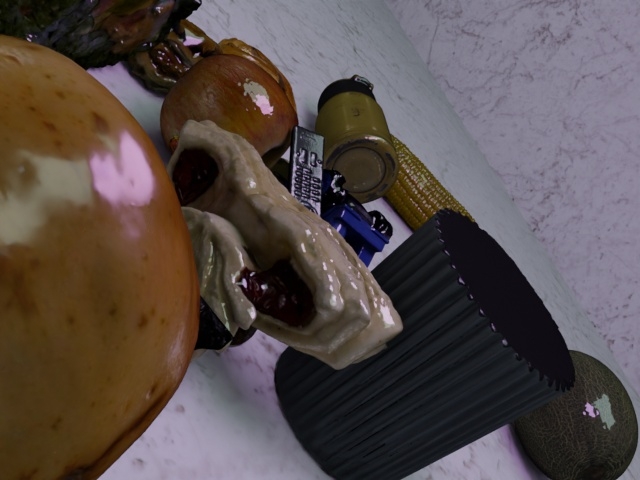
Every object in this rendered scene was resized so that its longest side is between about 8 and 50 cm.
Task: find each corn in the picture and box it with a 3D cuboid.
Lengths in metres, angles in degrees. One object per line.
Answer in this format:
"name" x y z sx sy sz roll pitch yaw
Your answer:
"corn" 0.240 -0.104 2.101 0.344 0.131 0.131 48 23 -7

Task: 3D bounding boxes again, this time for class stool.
"stool" 0.135 0.166 1.231 0.297 0.330 0.297 41 24 -24

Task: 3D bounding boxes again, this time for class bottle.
"bottle" 0.071 -0.241 1.945 0.171 0.171 0.351 39 24 -26

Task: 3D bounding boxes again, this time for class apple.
"apple" -0.147 -0.190 1.397 0.188 0.211 0.211 45 22 9

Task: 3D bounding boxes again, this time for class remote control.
"remote control" -0.026 -0.060 1.327 0.063 0.025 0.245 17 64 -28

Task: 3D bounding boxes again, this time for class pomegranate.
"pomegranate" -0.292 0.015 0.639 0.410 0.410 0.410 41 25 -23

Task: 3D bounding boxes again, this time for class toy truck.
"toy truck" 0.000 0.000 1.423 0.161 0.213 0.177 39 64 -28

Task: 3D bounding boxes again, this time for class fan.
"fan" -0.002 -0.064 1.605 0.229 0.011 0.335 28 -14 35

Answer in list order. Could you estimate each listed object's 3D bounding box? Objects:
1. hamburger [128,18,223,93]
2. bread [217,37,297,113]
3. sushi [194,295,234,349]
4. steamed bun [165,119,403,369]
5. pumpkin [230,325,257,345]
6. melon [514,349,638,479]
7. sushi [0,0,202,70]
"hamburger" -0.257 -0.349 1.547 0.183 0.130 0.206 29 29 -47
"bread" -0.134 -0.281 1.680 0.198 0.120 0.236 34 28 -32
"sushi" -0.215 0.078 0.942 0.153 0.150 0.172 45 -11 21
"steamed bun" -0.123 0.024 1.123 0.428 0.247 0.189 49 11 27
"pumpkin" -0.092 0.003 1.274 0.111 0.163 0.279 25 36 -53
"melon" 0.514 0.357 1.782 0.237 0.237 0.302 39 25 -26
"sushi" -0.323 -0.388 1.268 0.178 0.294 0.352 55 21 0
